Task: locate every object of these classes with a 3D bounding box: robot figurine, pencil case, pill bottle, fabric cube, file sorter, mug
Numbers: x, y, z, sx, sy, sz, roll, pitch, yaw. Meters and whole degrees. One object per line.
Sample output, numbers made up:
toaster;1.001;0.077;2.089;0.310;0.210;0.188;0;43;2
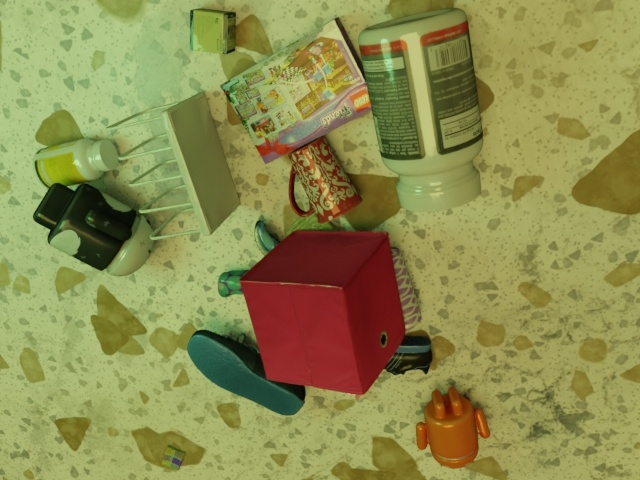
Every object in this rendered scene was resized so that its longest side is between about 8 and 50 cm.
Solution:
robot figurine;0.335;0.482;1.613;0.128;0.158;0.220;15;124;50
robot figurine;-0.537;-0.030;1.533;0.278;0.209;0.174;32;111;-23
pencil case;0.176;0.117;1.512;0.088;0.086;0.206;4;119;48
pencil case;-0.177;0.109;1.594;0.151;0.065;0.070;-2;128;12
pill bottle;0.208;-0.254;1.264;0.210;0.210;0.363;-7;112;16
pill bottle;-0.586;-0.188;1.530;0.184;0.103;0.103;-9;111;17
fabric cube;0.016;0.146;1.406;0.259;0.254;0.258;2;116;30
file sorter;-0.328;-0.162;1.437;0.173;0.193;0.278;-9;111;19
mug;-0.009;-0.130;1.419;0.150;0.113;0.169;-28;102;-1

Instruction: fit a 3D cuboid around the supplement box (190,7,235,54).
supplement box;-0.230;-0.447;1.360;0.083;0.056;0.083;9;115;9

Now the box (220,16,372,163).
box;-0.044;-0.317;1.376;0.293;0.057;0.201;-23;106;21

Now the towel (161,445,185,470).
towel;-0.448;0.662;1.934;0.060;0.009;0.083;24;117;0

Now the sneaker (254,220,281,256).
sneaker;-0.104;0.014;1.547;0.073;0.063;0.162;-29;112;9

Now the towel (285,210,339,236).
towel;0.000;0.000;1.527;0.148;0.027;0.110;45;114;-8

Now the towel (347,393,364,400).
towel;0.045;0.326;1.662;0.197;0.029;0.144;23;116;2

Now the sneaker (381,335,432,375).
sneaker;0.162;0.290;1.590;0.232;0.081;0.091;1;107;11

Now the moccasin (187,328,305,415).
moccasin;-0.194;0.340;1.676;0.342;0.117;0.138;37;117;-9
